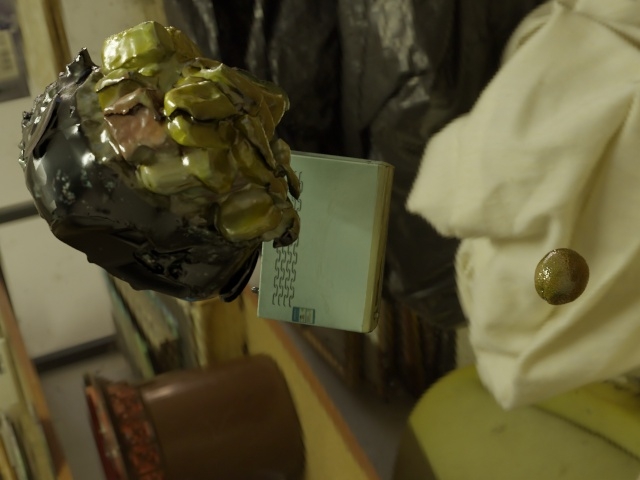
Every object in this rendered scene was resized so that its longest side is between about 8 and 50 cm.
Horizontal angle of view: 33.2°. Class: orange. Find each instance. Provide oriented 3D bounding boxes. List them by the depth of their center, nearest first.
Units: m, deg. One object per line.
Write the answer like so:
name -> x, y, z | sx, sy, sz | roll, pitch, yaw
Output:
orange -> 0.382, 0.058, 1.709 | 0.085, 0.095, 0.085 | 33, 159, 14

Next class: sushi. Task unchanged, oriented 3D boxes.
sushi -> -0.178, -0.126, 1.355 | 0.285, 0.328, 0.328 | -41, 33, 28

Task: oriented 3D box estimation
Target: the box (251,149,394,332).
box -> 0.000, 0.000, 1.664 | 0.045, 0.211, 0.270 | -46, -39, -72
